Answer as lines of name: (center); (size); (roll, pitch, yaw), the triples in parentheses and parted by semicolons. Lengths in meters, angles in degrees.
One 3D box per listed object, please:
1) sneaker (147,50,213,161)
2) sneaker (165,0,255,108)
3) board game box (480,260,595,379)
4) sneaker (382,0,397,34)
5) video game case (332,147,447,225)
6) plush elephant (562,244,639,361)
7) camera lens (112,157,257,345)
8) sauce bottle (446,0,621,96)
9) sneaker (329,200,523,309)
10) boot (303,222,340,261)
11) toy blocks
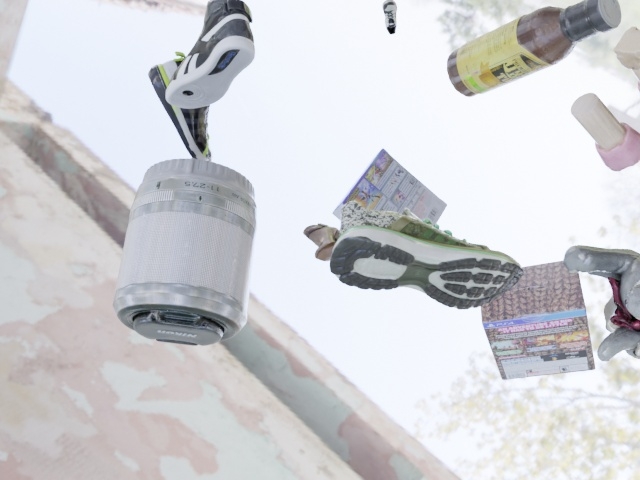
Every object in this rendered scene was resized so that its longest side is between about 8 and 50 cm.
sneaker: (-0.226, -0.236, 1.355); (0.084, 0.097, 0.235); (59, 174, 42)
sneaker: (-0.169, -0.298, 1.159); (0.079, 0.216, 0.121); (14, -115, -37)
board game box: (0.526, 0.199, 1.800); (0.291, 0.231, 0.141); (61, -154, -47)
sneaker: (0.148, -0.465, 1.549); (0.083, 0.031, 0.037); (65, -165, -62)
video game case: (0.191, -0.085, 1.993); (0.244, 0.061, 0.270); (41, -131, -5)
plush elephant: (0.689, 0.161, 1.596); (0.329, 0.256, 0.272); (-5, -155, -26)
camera lens: (-0.223, 0.028, 1.261); (0.219, 0.219, 0.275); (17, -116, -26)
sauce bottle: (0.391, -0.369, 1.396); (0.111, 0.112, 0.344); (13, 164, -32)
sneaker: (0.210, 0.005, 1.437); (0.410, 0.158, 0.182); (14, -134, -20)
boot: (0.000, 0.000, 1.459); (0.087, 0.042, 0.118); (31, -153, 29)
toy blocks: (0.569, -0.196, 0.997); (0.260, 0.309, 0.288); (36, 176, -30)
